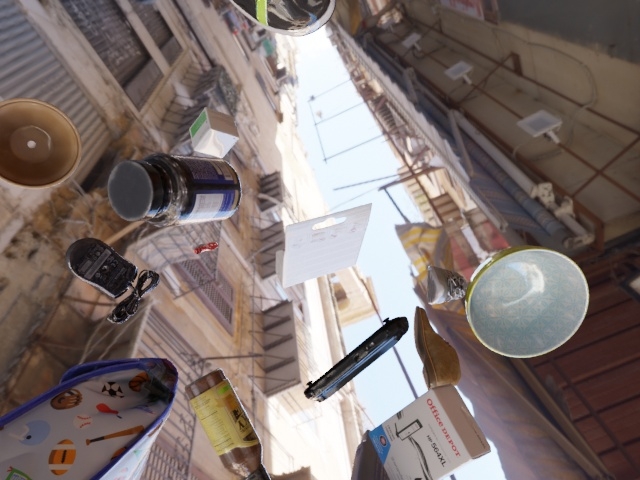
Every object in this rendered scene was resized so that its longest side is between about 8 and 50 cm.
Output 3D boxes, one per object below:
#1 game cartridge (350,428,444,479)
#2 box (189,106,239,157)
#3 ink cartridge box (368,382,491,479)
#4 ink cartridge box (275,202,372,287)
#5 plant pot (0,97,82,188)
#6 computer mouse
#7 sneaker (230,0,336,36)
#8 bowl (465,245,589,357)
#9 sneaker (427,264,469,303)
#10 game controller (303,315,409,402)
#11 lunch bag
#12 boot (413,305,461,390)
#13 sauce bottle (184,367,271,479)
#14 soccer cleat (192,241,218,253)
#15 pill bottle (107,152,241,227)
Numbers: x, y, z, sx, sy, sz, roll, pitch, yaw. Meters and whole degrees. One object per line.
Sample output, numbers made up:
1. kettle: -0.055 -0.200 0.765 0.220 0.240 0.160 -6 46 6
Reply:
1. game cartridge: 0.169 0.577 0.994 0.230 0.068 0.355 23 -168 7
2. box: -0.310 -0.312 1.330 0.101 0.102 0.087 -38 -121 34
3. ink cartridge box: 0.218 0.412 0.938 0.203 0.086 0.148 -49 -128 29
4. ink cartridge box: 0.000 0.000 1.602 0.308 0.385 0.091 -16 -123 -17
5. plant pot: -0.784 -0.261 1.237 0.237 0.237 0.109 -42 -150 -19
6. computer mouse: -0.617 0.096 1.310 0.072 0.272 0.188 13 -121 45
7. sneaker: -0.086 -0.278 0.413 0.084 0.234 0.097 -50 -166 13
8. bowl: 0.499 0.133 1.167 0.289 0.289 0.156 -25 -165 8
9. sneaker: 0.369 0.121 1.308 0.115 0.105 0.281 1 -177 19
10. game controller: 0.096 0.302 1.175 0.319 0.067 0.166 -42 168 13
11. lunch bag: -0.460 0.419 0.864 0.239 0.328 0.385 38 -146 15
12. boot: 0.386 0.357 1.544 0.115 0.112 0.305 -7 -129 -1
13. sauce bottle: -0.219 0.496 1.150 0.111 0.344 0.111 -30 174 -3
14. soccer cleat: -0.371 0.021 1.464 0.083 0.029 0.035 -20 -147 -28
15. pill bottle: -0.243 -0.086 0.784 0.122 0.123 0.219 -13 180 25
